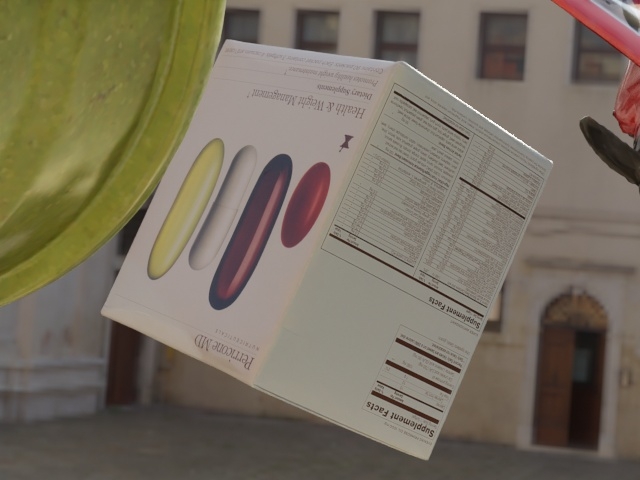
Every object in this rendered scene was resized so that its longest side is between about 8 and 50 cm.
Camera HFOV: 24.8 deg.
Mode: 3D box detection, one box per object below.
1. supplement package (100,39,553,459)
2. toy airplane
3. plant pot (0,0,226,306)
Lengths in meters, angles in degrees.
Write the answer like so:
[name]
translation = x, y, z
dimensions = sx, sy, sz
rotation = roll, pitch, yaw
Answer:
[supplement package]
translation = 0.000, 0.000, 0.921
dimensions = 0.149, 0.203, 0.194
rotation = 28, -7, -36
[toy airplane]
translation = 0.087, -0.059, 0.363
dimensions = 0.151, 0.151, 0.028
rotation = 5, -36, -29
[plant pot]
translation = -0.198, -0.074, 0.337
dimensions = 0.276, 0.276, 0.254
rotation = 4, 16, 21
